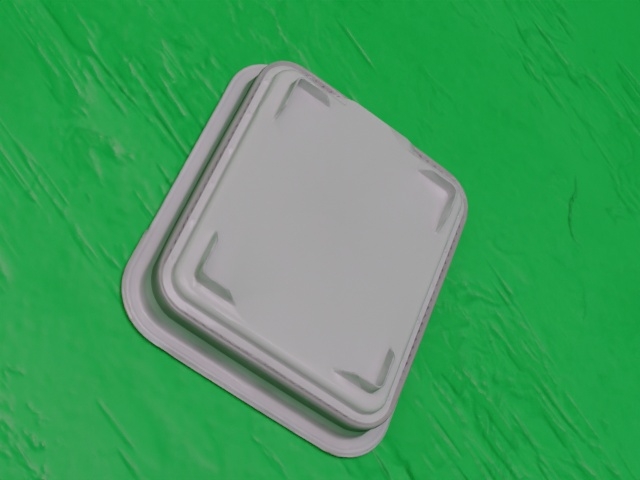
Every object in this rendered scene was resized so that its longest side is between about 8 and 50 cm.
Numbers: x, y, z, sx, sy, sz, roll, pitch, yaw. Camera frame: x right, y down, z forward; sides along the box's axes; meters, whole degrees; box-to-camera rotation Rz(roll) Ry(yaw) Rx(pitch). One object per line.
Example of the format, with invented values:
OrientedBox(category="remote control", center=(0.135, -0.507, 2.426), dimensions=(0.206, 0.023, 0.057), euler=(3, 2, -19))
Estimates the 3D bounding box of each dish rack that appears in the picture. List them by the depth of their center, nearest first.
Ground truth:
OrientedBox(category="dish rack", center=(0.000, 0.000, 1.232), dimensions=(0.285, 0.072, 0.332), euler=(34, 55, -14))
